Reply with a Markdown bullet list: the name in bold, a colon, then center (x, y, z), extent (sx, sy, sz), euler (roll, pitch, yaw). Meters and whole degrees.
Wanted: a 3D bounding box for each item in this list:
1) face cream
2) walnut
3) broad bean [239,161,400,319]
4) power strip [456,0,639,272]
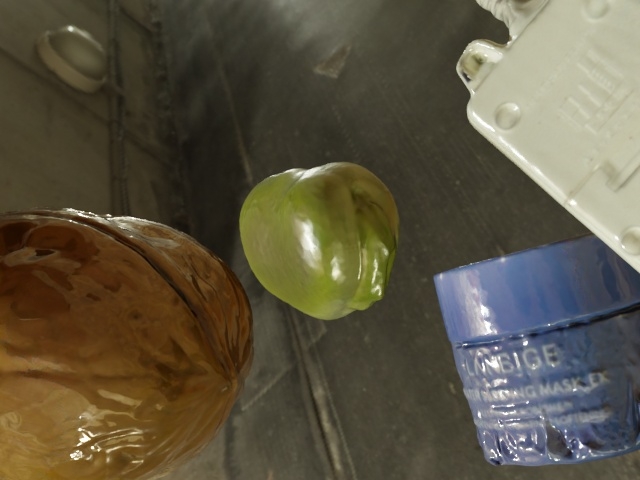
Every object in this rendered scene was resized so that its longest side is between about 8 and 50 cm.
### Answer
- **face cream**: center (0.271, 0.112, 0.878), extent (0.249, 0.249, 0.225), euler (-21, 83, 42)
- **walnut**: center (-0.137, 0.060, 0.443), extent (0.207, 0.167, 0.167), euler (5, 64, 22)
- **broad bean**: center (0.000, 0.000, 0.616), extent (0.174, 0.082, 0.125), euler (-21, 89, 66)
- **power strip**: center (0.187, -0.010, 0.340), extent (0.338, 0.058, 0.098), euler (47, 116, 21)
